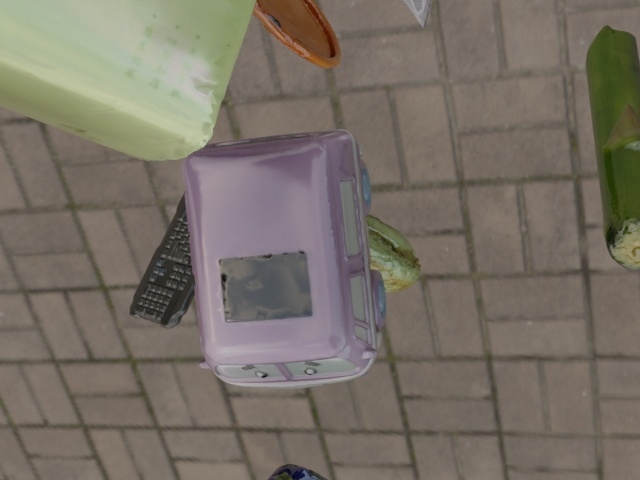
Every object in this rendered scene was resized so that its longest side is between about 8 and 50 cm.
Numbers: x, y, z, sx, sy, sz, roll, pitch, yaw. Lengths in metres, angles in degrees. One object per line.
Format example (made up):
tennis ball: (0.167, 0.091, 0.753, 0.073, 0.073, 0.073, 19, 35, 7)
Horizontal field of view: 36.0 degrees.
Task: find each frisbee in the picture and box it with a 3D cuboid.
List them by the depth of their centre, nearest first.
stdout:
frisbee: (-0.050, -0.261, 1.087, 0.035, 0.192, 0.192, -37, 106, 23)

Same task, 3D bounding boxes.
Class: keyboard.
keyboard: (-0.174, -0.007, 1.333, 0.106, 0.262, 0.016, 13, 162, 38)

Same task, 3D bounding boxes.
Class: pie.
pie: (0.000, 0.000, 1.121, 0.248, 0.090, 0.201, 23, 159, -21)

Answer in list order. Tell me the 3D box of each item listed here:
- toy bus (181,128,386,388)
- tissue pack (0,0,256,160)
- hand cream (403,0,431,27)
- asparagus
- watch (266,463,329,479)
toy bus: (-0.028, 0.016, 0.782, 0.141, 0.142, 0.203, -5, 93, 11)
tissue pack: (-0.134, -0.144, 0.356, 0.234, 0.159, 0.125, 22, 172, -28)
hand cream: (0.067, -0.256, 0.846, 0.053, 0.142, 0.084, -13, 138, -28)
asparagus: (0.284, -0.094, 0.924, 0.060, 0.278, 0.067, -11, 135, 20)
watch: (-0.049, 0.337, 0.959, 0.200, 0.196, 0.171, -46, 62, 17)
